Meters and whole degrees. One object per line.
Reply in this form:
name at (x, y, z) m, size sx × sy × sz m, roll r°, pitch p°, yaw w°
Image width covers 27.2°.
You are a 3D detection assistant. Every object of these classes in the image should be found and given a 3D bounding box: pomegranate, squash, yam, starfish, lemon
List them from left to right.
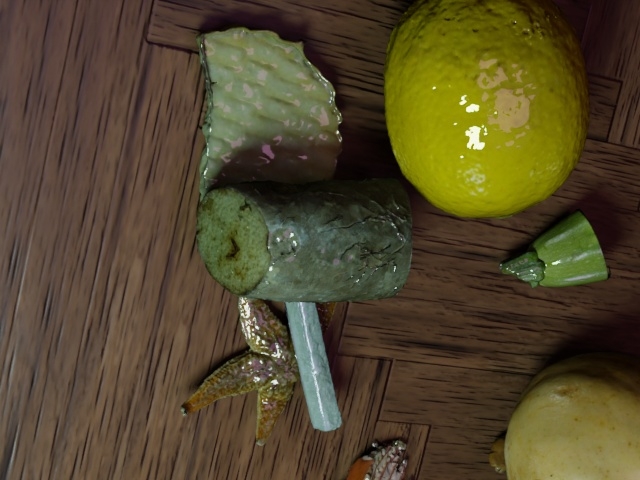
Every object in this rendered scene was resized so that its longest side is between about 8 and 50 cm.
starfish at (-0.067, 0.123, 1.610) m, size 0.138 × 0.050 × 0.247 m, roll 31°, pitch 77°, yaw -31°
yam at (0.000, 0.000, 1.513) m, size 0.254 × 0.154 × 0.154 m, roll -1°, pitch 104°, yaw -33°
lemon at (0.191, -0.172, 1.545) m, size 0.245 × 0.245 × 0.320 m, roll -19°, pitch 112°, yaw -21°
squash at (0.302, 0.030, 1.749) m, size 0.132 × 0.105 × 0.105 m, roll -22°, pitch 113°, yaw -3°
pomegranate at (0.386, 0.289, 1.733) m, size 0.307 × 0.307 × 0.307 m, roll -7°, pitch 106°, yaw -24°

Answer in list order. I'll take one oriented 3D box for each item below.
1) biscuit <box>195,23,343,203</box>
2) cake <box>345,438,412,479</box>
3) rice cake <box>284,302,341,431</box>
biscuit at (-0.059, -0.117, 1.556) m, size 0.187 × 0.036 × 0.273 m, roll -4°, pitch 105°, yaw -25°
cake at (0.024, 0.374, 1.704) m, size 0.098 × 0.135 × 0.287 m, roll 51°, pitch 59°, yaw -22°
rice cake at (-0.013, 0.133, 1.597) m, size 0.033 × 0.033 × 0.208 m, roll -23°, pitch 106°, yaw -40°
